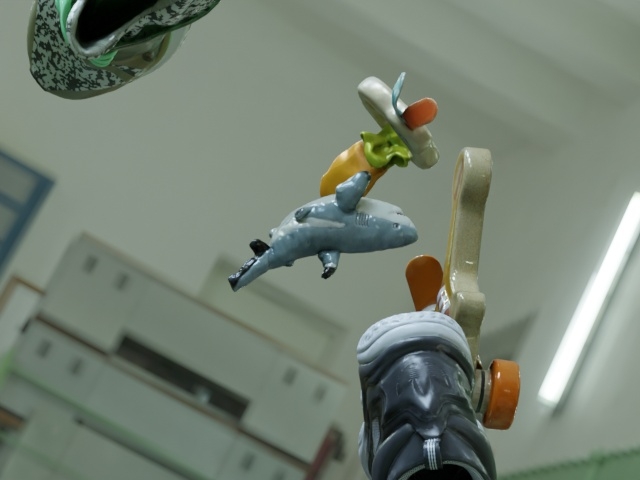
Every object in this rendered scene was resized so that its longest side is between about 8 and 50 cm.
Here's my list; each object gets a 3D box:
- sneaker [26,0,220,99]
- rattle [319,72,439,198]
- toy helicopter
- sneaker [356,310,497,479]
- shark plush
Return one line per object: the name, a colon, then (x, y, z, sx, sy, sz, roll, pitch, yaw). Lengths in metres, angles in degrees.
sneaker: (-0.194, -0.223, 1.769, 0.158, 0.182, 0.410, 51, -39, -5)
rattle: (0.057, -0.110, 2.139, 0.199, 0.143, 0.130, -130, -163, -82)
toy helicopter: (0.168, 0.064, 2.347, 0.140, 0.355, 0.235, 8, -6, -4)
sneaker: (0.081, 0.185, 1.450, 0.101, 0.153, 0.268, -9, -40, 2)
shark plush: (0.000, 0.000, 1.596, 0.067, 0.161, 0.073, 60, -31, 16)
